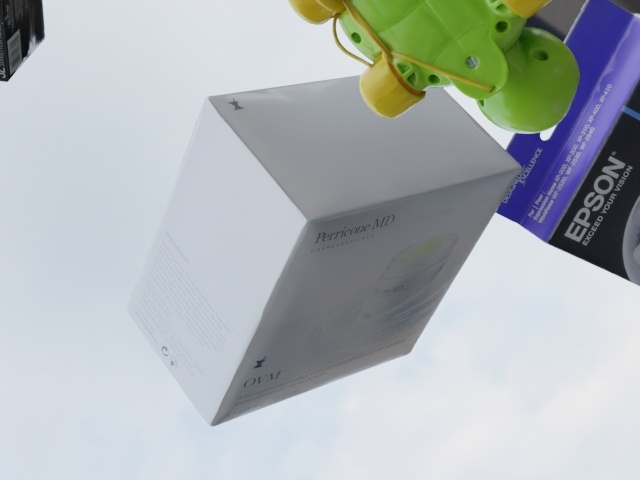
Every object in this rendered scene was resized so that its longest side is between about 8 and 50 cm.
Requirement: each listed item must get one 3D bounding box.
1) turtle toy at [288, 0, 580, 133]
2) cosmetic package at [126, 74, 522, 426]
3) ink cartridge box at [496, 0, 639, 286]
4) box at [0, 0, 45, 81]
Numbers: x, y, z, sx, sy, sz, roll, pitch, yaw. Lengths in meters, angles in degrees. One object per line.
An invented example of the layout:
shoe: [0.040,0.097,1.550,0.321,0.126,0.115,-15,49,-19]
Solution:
turtle toy: [0.055,-0.096,0.468,0.130,0.095,0.066,52,-149,-6]
cosmetic package: [0.000,0.000,0.900,0.224,0.138,0.225,-15,-37,-40]
ink cartridge box: [0.268,-0.078,0.993,0.208,0.045,0.206,22,-78,-26]
box: [-0.182,-0.118,0.551,0.052,0.083,0.062,-73,-10,-55]
